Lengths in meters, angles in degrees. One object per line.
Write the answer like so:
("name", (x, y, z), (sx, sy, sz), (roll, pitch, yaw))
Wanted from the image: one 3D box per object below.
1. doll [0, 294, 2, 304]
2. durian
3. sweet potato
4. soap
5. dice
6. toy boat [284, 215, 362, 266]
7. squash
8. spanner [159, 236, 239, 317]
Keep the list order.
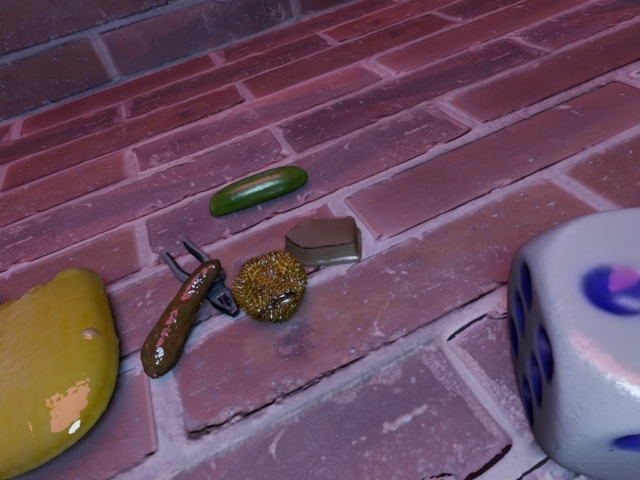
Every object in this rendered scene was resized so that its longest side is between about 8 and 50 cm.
("doll", (-0.786, 0.226, 0.971), (0.103, 0.075, 0.227), (4, 55, -4))
("durian", (-0.101, 0.093, 0.877), (0.158, 0.137, 0.168), (-52, 43, -7))
("sweet potato", (-0.289, 0.153, 0.881), (0.076, 0.075, 0.273), (10, 59, 24))
("soap", (-0.559, 0.253, 0.849), (0.307, 0.115, 0.427), (-21, 44, -12))
("dice", (0.443, 0.142, 0.574), (0.305, 0.276, 0.304), (-4, 47, 14))
("toy boat", (0.000, 0.000, 0.992), (0.189, 0.061, 0.116), (-6, 44, 10))
("squash", (-0.175, -0.143, 1.174), (0.293, 0.082, 0.082), (-20, 43, -5))
("spanner", (-0.280, 0.085, 0.999), (0.096, 0.040, 0.325), (-37, 46, -21))
